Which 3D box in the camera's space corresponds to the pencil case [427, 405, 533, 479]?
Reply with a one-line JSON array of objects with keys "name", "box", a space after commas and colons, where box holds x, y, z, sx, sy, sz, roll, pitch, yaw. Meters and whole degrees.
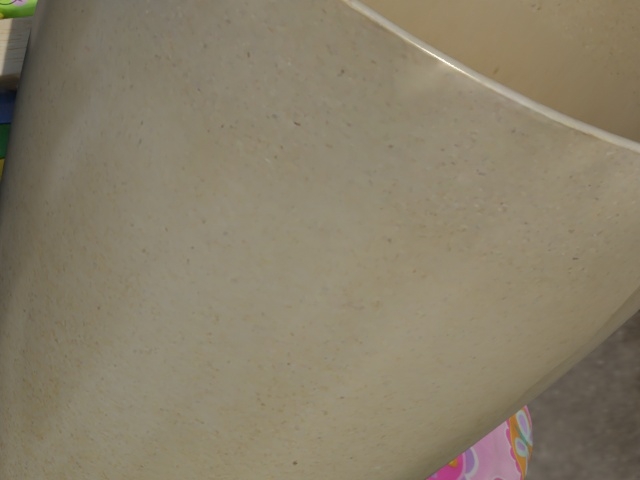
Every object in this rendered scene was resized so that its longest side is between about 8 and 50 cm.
[{"name": "pencil case", "box": [0.030, 0.165, 0.934, 0.124, 0.284, 0.124, 11, 119, 20]}]

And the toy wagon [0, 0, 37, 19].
[{"name": "toy wagon", "box": [-0.185, -0.304, 1.300, 0.267, 0.068, 0.344, 25, 79, 10]}]

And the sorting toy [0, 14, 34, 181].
[{"name": "sorting toy", "box": [-0.252, -0.014, 0.731, 0.255, 0.257, 0.089, -17, 86, 58]}]

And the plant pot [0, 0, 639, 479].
[{"name": "plant pot", "box": [-0.016, -0.003, 0.595, 0.256, 0.256, 0.274, 48, 121, 27]}]
